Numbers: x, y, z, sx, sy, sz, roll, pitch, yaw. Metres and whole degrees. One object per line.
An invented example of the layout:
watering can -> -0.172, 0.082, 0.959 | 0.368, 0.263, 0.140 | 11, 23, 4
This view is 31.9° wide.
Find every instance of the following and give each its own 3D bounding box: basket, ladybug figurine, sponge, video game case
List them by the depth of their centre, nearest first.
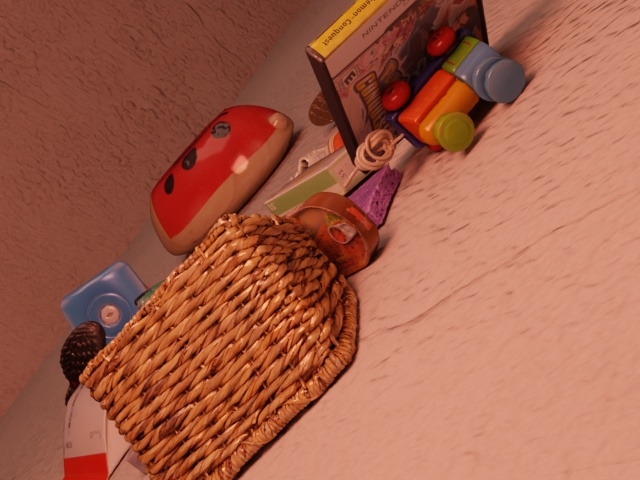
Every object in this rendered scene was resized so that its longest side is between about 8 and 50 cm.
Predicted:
basket -> -0.086, 0.145, 1.309 | 0.299, 0.223, 0.213 | -47, -20, 17
video game case -> 0.109, -0.238, 1.414 | 0.248, 0.035, 0.275 | -45, -28, -9
sponge -> 0.022, -0.008, 1.506 | 0.210, 0.031, 0.117 | -41, 15, 36
ladybug figurine -> -0.232, -0.149, 2.477 | 0.449, 0.162, 0.305 | -43, 15, 31

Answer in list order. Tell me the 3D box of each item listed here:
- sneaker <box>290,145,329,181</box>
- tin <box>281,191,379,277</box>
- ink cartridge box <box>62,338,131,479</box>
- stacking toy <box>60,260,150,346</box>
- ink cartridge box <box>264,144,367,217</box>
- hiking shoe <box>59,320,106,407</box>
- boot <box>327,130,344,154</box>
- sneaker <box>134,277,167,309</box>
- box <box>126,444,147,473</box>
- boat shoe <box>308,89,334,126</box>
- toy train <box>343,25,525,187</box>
sneaker -> 0.002, -0.131, 1.855 | 0.053, 0.061, 0.152 | -38, 16, 50
tin -> 0.000, 0.000, 1.387 | 0.189, 0.106, 0.040 | -30, 23, 56
ink cartridge box -> -0.385, 0.316, 1.856 | 0.385, 0.091, 0.308 | -55, 14, -25
stacking toy -> -0.415, 0.136, 2.385 | 0.175, 0.166, 0.302 | -34, 3, 4
ink cartridge box -> -0.023, -0.059, 1.621 | 0.235, 0.056, 0.171 | -41, 9, -38
hiking shoe -> -0.434, 0.230, 2.127 | 0.114, 0.086, 0.227 | -60, -15, -55
boot -> 0.065, -0.171, 1.765 | 0.084, 0.059, 0.158 | -33, 20, 39
sneaker -> -0.211, 0.109, 1.746 | 0.083, 0.098, 0.223 | -37, 14, -34
box -> -0.206, 0.230, 1.604 | 0.145, 0.038, 0.186 | -47, 12, 16
boat shoe -> 0.052, -0.283, 2.135 | 0.178, 0.064, 0.060 | -46, -17, 14
toy train -> 0.135, -0.137, 1.359 | 0.248, 0.105, 0.143 | -50, 26, 2
